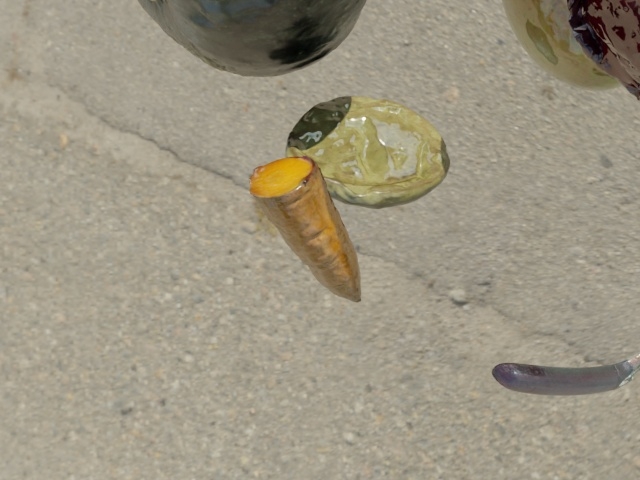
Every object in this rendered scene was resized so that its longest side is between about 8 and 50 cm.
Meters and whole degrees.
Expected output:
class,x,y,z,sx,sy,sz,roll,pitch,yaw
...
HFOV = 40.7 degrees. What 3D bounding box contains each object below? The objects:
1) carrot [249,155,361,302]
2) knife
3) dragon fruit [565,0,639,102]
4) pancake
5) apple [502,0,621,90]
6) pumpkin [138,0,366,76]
class,x,y,z,sx,sy,sz,roll,pitch,yaw
carrot,0.000,0.000,0.900,0.072,0.205,0.072,-17,43,16
knife,0.357,0.175,1.159,0.053,0.278,0.123,65,144,38
dragon fruit,0.343,-0.244,0.667,0.329,0.329,0.329,0,90,33
pancake,0.064,-0.129,1.249,0.242,0.242,0.050,43,143,26
apple,0.354,-0.344,1.007,0.319,0.319,0.277,-35,85,28
pumpkin,-0.113,-0.446,1.172,0.344,0.454,0.454,-33,68,-10
